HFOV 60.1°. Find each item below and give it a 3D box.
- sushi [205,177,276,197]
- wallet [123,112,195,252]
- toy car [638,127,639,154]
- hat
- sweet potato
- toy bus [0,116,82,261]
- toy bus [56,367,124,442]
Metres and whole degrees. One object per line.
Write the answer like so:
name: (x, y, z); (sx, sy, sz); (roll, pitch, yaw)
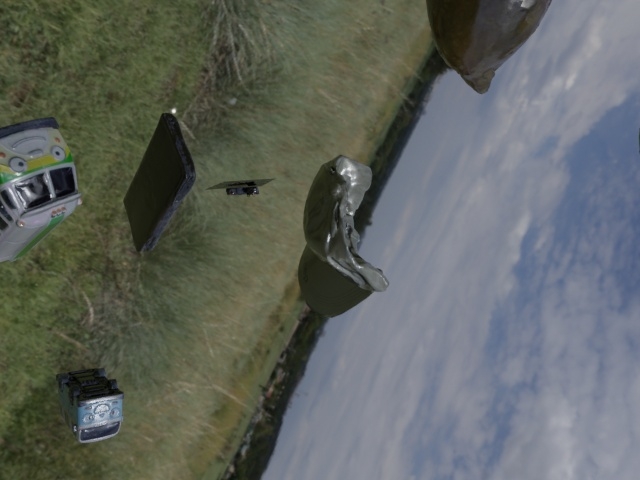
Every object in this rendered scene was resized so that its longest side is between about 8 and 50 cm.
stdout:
sushi: (-0.166, -0.107, 1.165); (0.120, 0.126, 0.026); (-53, 140, -72)
wallet: (-0.344, -0.108, 1.160); (0.042, 0.165, 0.309); (-8, 154, -40)
toy car: (0.345, -0.115, 0.521); (0.122, 0.059, 0.035); (-40, -148, -10)
hat: (0.000, 0.000, 0.824); (0.245, 0.149, 0.214); (-36, -133, 37)
sweet potato: (0.188, -0.350, 0.499); (0.130, 0.130, 0.422); (-57, 161, -70)
toy bus: (-0.559, -0.080, 1.003); (0.305, 0.179, 0.143); (-26, -175, 41)
toy bus: (-0.300, 0.215, 0.717); (0.123, 0.060, 0.075); (7, -83, 53)
